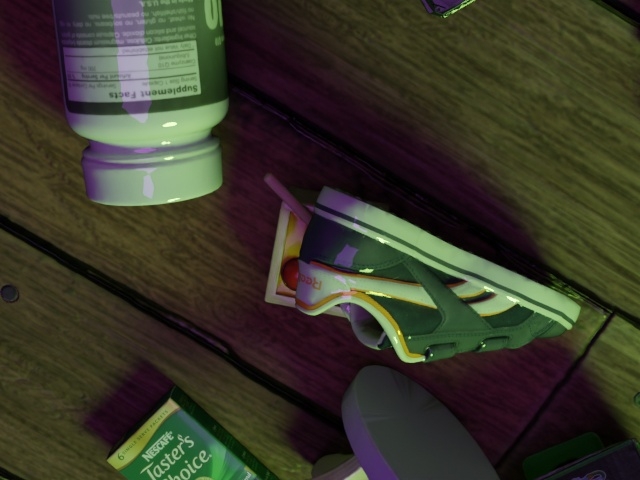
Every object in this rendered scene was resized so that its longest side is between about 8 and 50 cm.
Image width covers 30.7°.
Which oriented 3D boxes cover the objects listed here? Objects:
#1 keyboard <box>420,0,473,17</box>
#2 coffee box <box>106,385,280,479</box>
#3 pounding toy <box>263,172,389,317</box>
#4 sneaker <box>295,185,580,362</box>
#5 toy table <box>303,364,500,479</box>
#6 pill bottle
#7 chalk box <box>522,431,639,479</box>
[{"bbox_3d":[0.117,-0.394,1.110,0.201,0.033,0.317,-27,103,18],"label":"keyboard"},{"bbox_3d":[-0.136,0.264,1.305,0.113,0.040,0.184,-43,98,14],"label":"coffee box"},{"bbox_3d":[0.000,0.000,1.191,0.130,0.100,0.141,11,106,1],"label":"pounding toy"},{"bbox_3d":[0.109,0.059,1.143,0.321,0.126,0.127,22,91,-28],"label":"sneaker"},{"bbox_3d":[0.066,0.265,1.175,0.252,0.274,0.161,30,109,-14],"label":"toy table"},{"bbox_3d":[-0.172,-0.187,1.122,0.161,0.161,0.283,-2,106,5],"label":"pill bottle"},{"bbox_3d":[0.297,0.337,1.198,0.180,0.289,0.179,-27,135,13],"label":"chalk box"}]
